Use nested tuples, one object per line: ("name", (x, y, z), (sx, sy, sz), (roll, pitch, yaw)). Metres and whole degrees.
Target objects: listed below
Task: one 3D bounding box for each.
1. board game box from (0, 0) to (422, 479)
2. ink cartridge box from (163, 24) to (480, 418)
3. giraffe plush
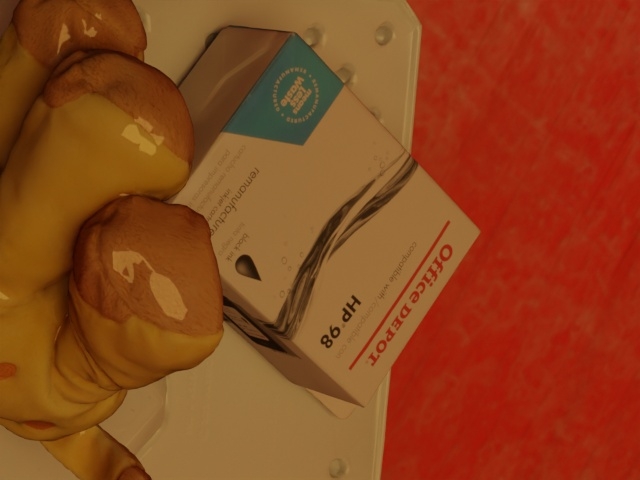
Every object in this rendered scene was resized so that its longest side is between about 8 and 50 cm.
("board game box", (-0.138, 0.070, 0.800), (0.390, 0.050, 0.390), (1, 98, -35))
("ink cartridge box", (0.000, 0.000, 0.816), (0.180, 0.060, 0.104), (44, 72, -32))
("giraffe plush", (-0.151, 0.014, 0.675), (0.170, 0.181, 0.210), (-5, 135, -24))
